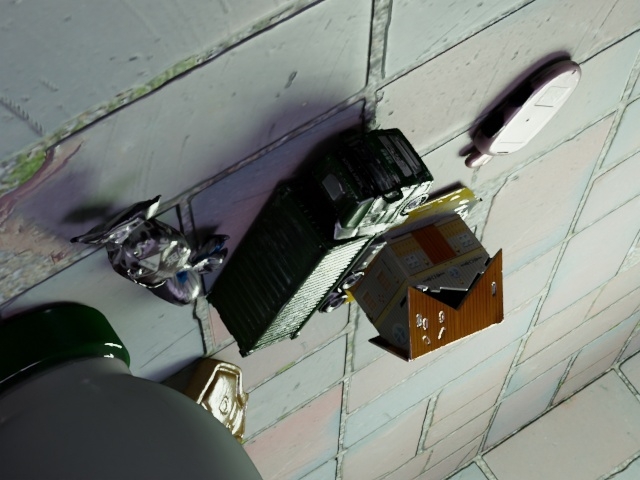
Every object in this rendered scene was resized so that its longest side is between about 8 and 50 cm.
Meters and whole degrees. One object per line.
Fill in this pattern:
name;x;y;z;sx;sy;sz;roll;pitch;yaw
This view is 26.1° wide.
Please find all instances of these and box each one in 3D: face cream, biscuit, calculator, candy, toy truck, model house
face cream;-0.192;0.254;1.216;0.312;0.357;0.219;-18;154;-40
biscuit;-0.133;0.241;1.611;0.182;0.034;0.215;-58;156;-28
calculator;0.220;-0.134;1.503;0.166;0.024;0.103;-48;157;28
candy;-0.142;0.005;1.200;0.094;0.051;0.226;-49;161;5
toy truck;0.000;0.000;1.359;0.121;0.088;0.259;-17;154;-42
model house;0.120;0.061;1.615;0.219;0.136;0.207;-20;157;-36
